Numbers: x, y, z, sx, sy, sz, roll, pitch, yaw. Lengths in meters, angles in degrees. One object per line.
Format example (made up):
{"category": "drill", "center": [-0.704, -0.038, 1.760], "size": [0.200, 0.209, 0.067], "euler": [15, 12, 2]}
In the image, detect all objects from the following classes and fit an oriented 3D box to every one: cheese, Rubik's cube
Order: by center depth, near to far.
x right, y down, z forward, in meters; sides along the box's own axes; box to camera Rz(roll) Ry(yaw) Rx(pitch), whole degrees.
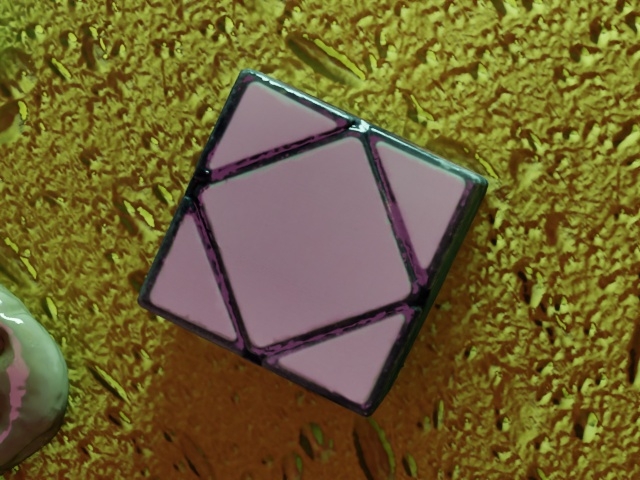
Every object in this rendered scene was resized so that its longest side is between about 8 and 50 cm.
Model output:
{"category": "Rubik's cube", "center": [0.000, 0.000, 1.549], "size": [0.207, 0.205, 0.205], "euler": [25, 94, 4]}
{"category": "cheese", "center": [-0.324, 0.114, 1.630], "size": [0.235, 0.117, 0.218], "euler": [-11, 89, 7]}
